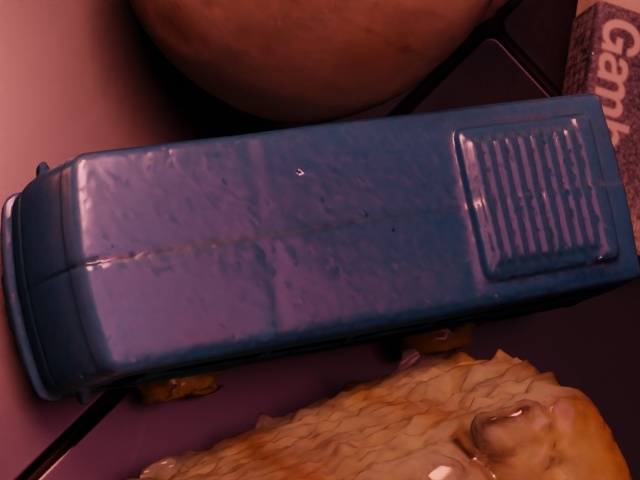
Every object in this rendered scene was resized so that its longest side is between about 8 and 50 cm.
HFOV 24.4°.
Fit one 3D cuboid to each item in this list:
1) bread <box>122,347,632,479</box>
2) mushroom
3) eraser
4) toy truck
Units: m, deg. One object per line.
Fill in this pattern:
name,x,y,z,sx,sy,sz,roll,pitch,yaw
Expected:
bread,-0.010,0.244,0.813,0.395,0.239,0.264,-25,102,-14
mushroom,0.026,-0.215,0.938,0.290,0.297,0.297,10,73,-41
eraser,0.224,-0.088,1.089,0.092,0.046,0.212,17,72,-16
toy truck,0.000,0.000,0.927,0.385,0.162,0.161,-8,81,-21
